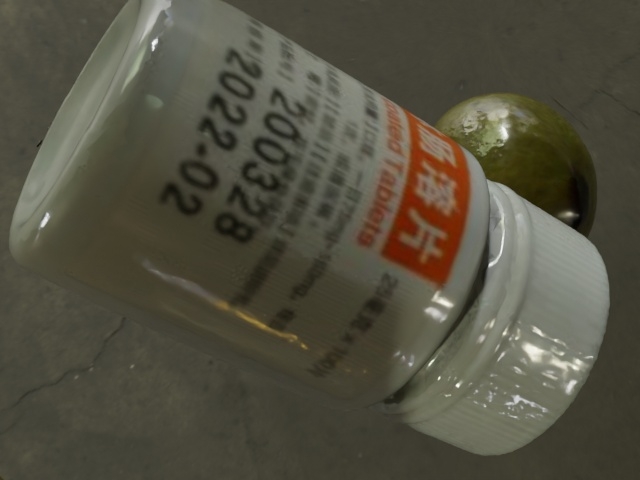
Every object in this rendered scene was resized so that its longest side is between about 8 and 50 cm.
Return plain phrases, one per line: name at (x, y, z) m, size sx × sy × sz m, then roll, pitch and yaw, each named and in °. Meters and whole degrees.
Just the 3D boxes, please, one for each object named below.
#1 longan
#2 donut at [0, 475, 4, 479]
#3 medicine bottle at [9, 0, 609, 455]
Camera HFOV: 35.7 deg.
longan at (0.139, -0.039, 0.803) m, size 0.176 × 0.145 × 0.155 m, roll 12°, pitch 81°, yaw 41°
donut at (-0.270, 0.203, 0.281) m, size 0.198 × 0.449 × 0.449 m, roll 38°, pitch 108°, yaw 36°
medicine bottle at (0.000, 0.000, 0.458) m, size 0.252 × 0.144 × 0.144 m, roll 30°, pitch 106°, yaw -22°
